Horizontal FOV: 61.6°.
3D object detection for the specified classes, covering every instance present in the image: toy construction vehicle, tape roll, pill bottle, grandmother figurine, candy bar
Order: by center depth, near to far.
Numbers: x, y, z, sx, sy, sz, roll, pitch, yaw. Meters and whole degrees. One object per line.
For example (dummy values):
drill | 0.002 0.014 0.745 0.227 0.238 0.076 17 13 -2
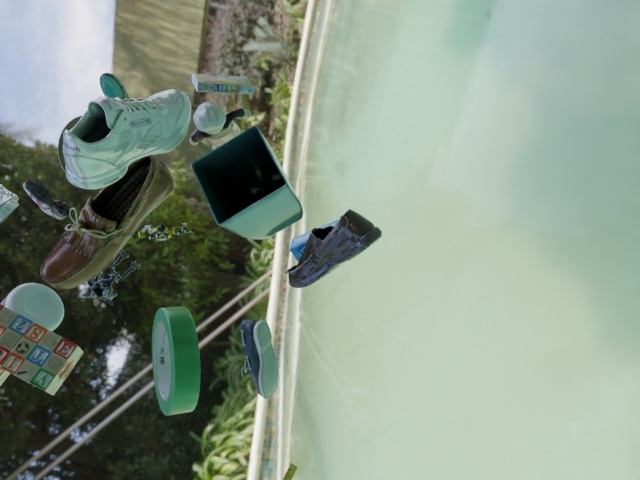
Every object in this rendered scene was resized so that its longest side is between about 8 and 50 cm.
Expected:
toy construction vehicle | -0.344 -0.023 1.189 0.098 0.086 0.035 -12 87 38
candy bar | -0.116 0.727 1.560 0.161 0.018 0.040 -57 -45 -23
tape roll | -0.446 0.363 1.636 0.321 0.077 0.320 7 98 62
grandmother figurine | -0.305 -0.342 1.641 0.208 0.104 0.342 -38 -1 2
pill bottle | -1.018 0.290 1.800 0.323 0.182 0.181 -36 31 28

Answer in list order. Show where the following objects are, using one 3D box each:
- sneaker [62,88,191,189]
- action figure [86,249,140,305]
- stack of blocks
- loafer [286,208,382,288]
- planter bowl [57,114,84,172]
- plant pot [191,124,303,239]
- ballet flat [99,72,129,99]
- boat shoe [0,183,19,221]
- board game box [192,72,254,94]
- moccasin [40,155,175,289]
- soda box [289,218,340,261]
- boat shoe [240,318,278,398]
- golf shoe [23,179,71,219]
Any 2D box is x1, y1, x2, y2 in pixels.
sneaker | -0.361 -0.225 1.038 0.305 0.114 0.152 -50 -17 -35
action figure | -0.872 0.164 2.190 0.275 0.164 0.141 -45 -4 8
stack of blocks | -0.783 0.277 1.346 0.171 0.297 0.087 -62 0 -26
loafer | 0.019 0.019 1.536 0.366 0.130 0.134 -35 -2 39
planter bowl | -0.554 -0.224 1.347 0.109 0.162 0.161 -7 -70 -71
plant pot | -0.140 -0.102 1.206 0.165 0.166 0.234 62 -175 23
ballet flat | -0.606 -0.436 1.609 0.188 0.070 0.070 88 -174 -54
boat shoe | -0.824 -0.093 1.349 0.095 0.084 0.258 -50 29 -13
board game box | -0.271 -0.434 1.486 0.103 0.154 0.026 -125 38 -54
moccasin | -0.502 -0.045 1.250 0.380 0.139 0.147 -43 -19 -6
soda box | 0.000 0.000 1.878 0.067 0.210 0.071 56 -156 -27
boat shoe | -0.188 0.351 1.591 0.095 0.079 0.254 -41 -52 -54
golf shoe | -0.997 -0.139 1.934 0.086 0.186 0.067 -18 39 29
